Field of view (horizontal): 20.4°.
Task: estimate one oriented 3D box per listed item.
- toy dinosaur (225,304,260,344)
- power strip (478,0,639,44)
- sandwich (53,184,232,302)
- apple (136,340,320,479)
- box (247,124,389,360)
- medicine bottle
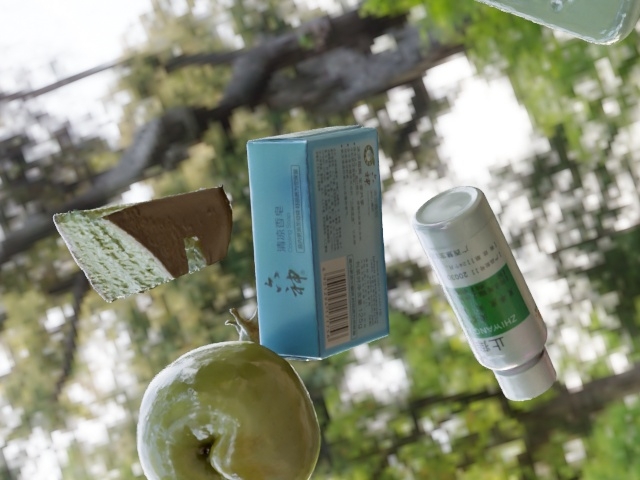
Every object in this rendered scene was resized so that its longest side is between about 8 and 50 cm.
[{"bbox_3d":[-0.070,0.149,2.077,0.162,0.126,0.039,54,-169,-15],"label":"toy dinosaur"},{"bbox_3d":[0.090,-0.242,1.075,0.059,0.265,0.194,-51,-23,-44],"label":"power strip"},{"bbox_3d":[-0.154,0.003,1.652,0.244,0.090,0.088,-14,-89,-66],"label":"sandwich"},{"bbox_3d":[-0.092,0.189,1.769,0.200,0.200,0.200,55,-156,-40],"label":"apple"},{"bbox_3d":[0.000,0.000,1.879,0.142,0.083,0.232,-15,-78,-55],"label":"box"},{"bbox_3d":[0.195,0.065,2.048,0.260,0.095,0.095,61,-159,-24],"label":"medicine bottle"}]
